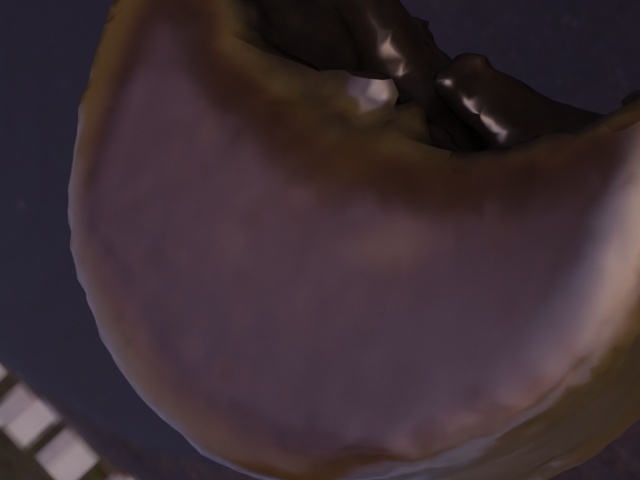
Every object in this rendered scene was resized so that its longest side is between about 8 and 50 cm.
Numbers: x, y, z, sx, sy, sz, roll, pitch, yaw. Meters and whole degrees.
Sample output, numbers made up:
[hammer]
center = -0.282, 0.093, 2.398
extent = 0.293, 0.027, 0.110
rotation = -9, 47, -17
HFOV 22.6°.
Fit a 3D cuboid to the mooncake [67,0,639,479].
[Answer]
[mooncake]
center = 0.049, -0.040, 0.976
extent = 0.246, 0.393, 0.394
rotation = 30, -141, -62
